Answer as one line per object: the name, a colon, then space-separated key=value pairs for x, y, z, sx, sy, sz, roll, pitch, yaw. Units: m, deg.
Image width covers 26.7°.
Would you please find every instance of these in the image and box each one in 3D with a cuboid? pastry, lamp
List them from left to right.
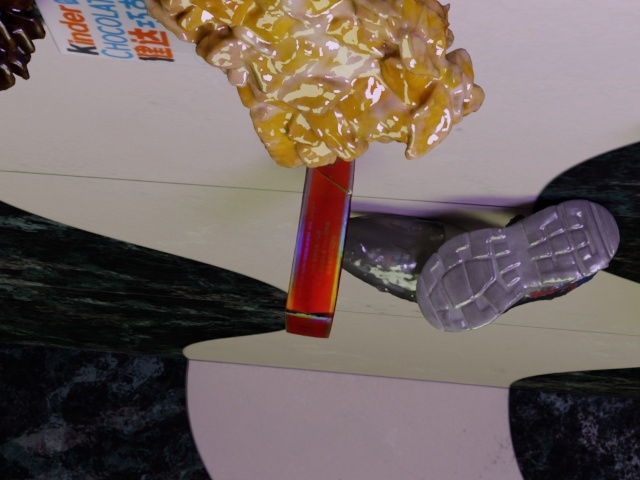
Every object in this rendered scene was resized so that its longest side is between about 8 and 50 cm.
pastry: x=-0.015 y=-0.148 z=0.709 sx=0.154 sy=0.102 sz=0.250 roll=-21 pitch=125 yaw=21
lamp: x=0.115 y=0.023 z=1.515 sx=0.250 sy=0.101 sz=0.101 roll=16 pitch=165 yaw=-7

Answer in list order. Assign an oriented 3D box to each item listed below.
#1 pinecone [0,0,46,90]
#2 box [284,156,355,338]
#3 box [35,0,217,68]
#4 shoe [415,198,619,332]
pinecone: x=-0.281 y=-0.128 z=0.880 sx=0.163 sy=0.165 sz=0.163 roll=30 pitch=158 yaw=14
box: x=0.001 y=0.000 z=1.310 sx=0.048 sy=0.175 sz=0.112 roll=8 pitch=167 yaw=1
box: x=-0.064 y=-0.178 z=0.882 sx=0.265 sy=0.048 sz=0.273 roll=6 pitch=167 yaw=2
shoe: x=0.214 y=0.024 z=1.447 sx=0.228 sy=0.099 sz=0.125 roll=-22 pitch=175 yaw=17
